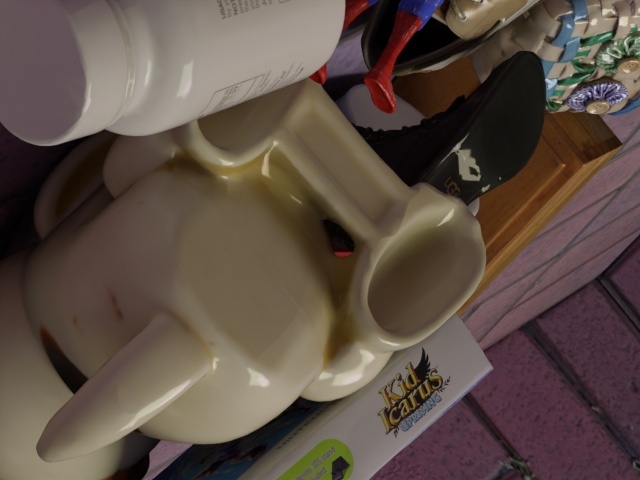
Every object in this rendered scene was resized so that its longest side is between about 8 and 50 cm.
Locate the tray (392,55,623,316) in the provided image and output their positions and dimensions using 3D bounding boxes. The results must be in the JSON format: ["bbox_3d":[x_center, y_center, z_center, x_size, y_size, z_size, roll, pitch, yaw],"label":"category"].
[{"bbox_3d":[0.114,-0.046,2.022,0.076,0.203,0.411,-26,163,-41],"label":"tray"}]

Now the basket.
[{"bbox_3d":[0.279,-0.232,1.811,0.289,0.201,0.255,-22,162,-22],"label":"basket"}]

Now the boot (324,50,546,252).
[{"bbox_3d":[0.047,-0.083,1.697,0.263,0.229,0.091,-51,137,-22],"label":"boot"}]

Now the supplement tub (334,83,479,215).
[{"bbox_3d":[0.000,0.000,1.892,0.272,0.191,0.191,-44,166,25],"label":"supplement tub"}]

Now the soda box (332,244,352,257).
[{"bbox_3d":[-0.032,0.028,1.753,0.263,0.092,0.083,0,-151,16],"label":"soda box"}]

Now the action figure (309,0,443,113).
[{"bbox_3d":[0.092,-0.210,1.465,0.280,0.091,0.139,-59,160,-15],"label":"action figure"}]

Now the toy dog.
[{"bbox_3d":[-0.130,0.073,1.512,0.408,0.284,0.395,-29,-153,46],"label":"toy dog"}]

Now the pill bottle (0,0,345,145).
[{"bbox_3d":[-0.102,-0.137,1.238,0.229,0.131,0.131,-25,162,-46],"label":"pill bottle"}]

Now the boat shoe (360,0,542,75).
[{"bbox_3d":[0.125,-0.217,1.632,0.103,0.113,0.302,-34,170,-28],"label":"boat shoe"}]

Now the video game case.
[{"bbox_3d":[-0.026,0.164,1.561,0.244,0.061,0.269,-38,-172,-29],"label":"video game case"}]
